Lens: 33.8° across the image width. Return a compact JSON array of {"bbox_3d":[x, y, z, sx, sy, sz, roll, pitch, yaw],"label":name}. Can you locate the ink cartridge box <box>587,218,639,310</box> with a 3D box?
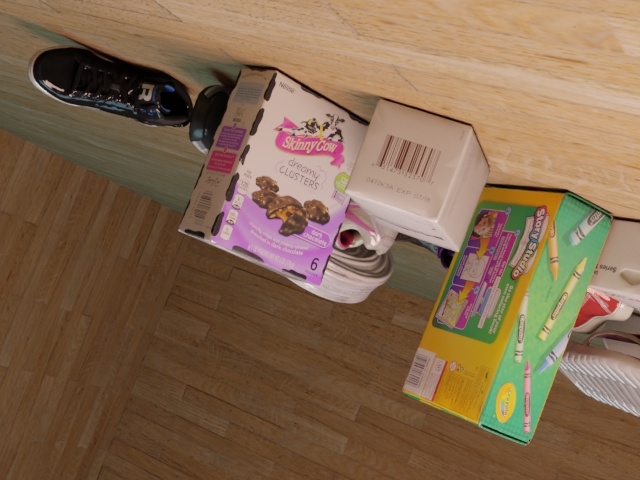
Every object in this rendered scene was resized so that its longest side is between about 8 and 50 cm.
[{"bbox_3d":[0.429,0.055,1.193,0.208,0.087,0.153,23,175,-31],"label":"ink cartridge box"}]

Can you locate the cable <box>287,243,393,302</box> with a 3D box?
[{"bbox_3d":[0.000,0.000,1.790,0.257,0.089,0.257,2,-137,-49],"label":"cable"}]

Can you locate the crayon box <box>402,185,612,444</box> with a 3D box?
[{"bbox_3d":[0.214,0.078,1.231,0.081,0.279,0.165,24,175,-26],"label":"crayon box"}]

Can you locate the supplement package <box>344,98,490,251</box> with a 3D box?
[{"bbox_3d":[0.108,-0.064,1.124,0.105,0.105,0.179,19,175,18],"label":"supplement package"}]

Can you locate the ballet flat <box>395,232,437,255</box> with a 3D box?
[{"bbox_3d":[0.181,-0.014,1.746,0.249,0.058,0.084,13,136,24],"label":"ballet flat"}]

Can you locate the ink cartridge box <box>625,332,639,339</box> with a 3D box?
[{"bbox_3d":[0.608,0.157,1.643,0.231,0.078,0.134,21,175,-2],"label":"ink cartridge box"}]

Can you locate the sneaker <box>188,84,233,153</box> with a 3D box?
[{"bbox_3d":[-0.066,-0.135,1.317,0.132,0.086,0.228,14,-176,17],"label":"sneaker"}]

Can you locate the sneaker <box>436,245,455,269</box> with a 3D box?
[{"bbox_3d":[0.181,-0.006,1.515,0.083,0.098,0.223,21,175,-4],"label":"sneaker"}]

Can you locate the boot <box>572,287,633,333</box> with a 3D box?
[{"bbox_3d":[0.383,0.075,1.685,0.176,0.088,0.244,21,167,0],"label":"boot"}]

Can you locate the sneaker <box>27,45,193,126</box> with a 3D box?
[{"bbox_3d":[-0.262,-0.205,1.382,0.216,0.079,0.121,14,177,-38],"label":"sneaker"}]

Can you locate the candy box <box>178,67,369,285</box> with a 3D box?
[{"bbox_3d":[-0.044,-0.069,1.172,0.164,0.196,0.070,24,174,-39],"label":"candy box"}]

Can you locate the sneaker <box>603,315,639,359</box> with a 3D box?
[{"bbox_3d":[0.680,0.229,1.993,0.292,0.108,0.169,18,172,20],"label":"sneaker"}]

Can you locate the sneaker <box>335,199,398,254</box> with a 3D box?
[{"bbox_3d":[0.023,-0.048,1.649,0.252,0.111,0.103,17,174,39],"label":"sneaker"}]

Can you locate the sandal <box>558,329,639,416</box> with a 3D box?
[{"bbox_3d":[0.484,0.198,1.643,0.169,0.102,0.416,43,172,-15],"label":"sandal"}]
